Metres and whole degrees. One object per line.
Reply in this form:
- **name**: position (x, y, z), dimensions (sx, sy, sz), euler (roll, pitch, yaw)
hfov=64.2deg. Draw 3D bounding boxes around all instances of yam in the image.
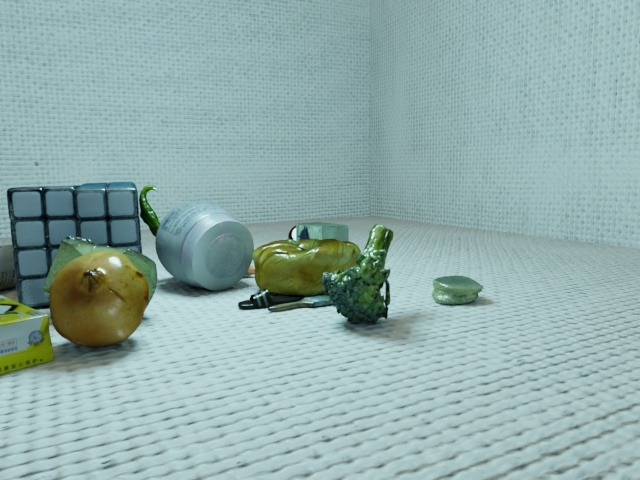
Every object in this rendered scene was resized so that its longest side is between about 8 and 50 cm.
- **yam**: position (-0.552, 0.102, 1.313), dimensions (0.271, 0.202, 0.201), euler (0, -21, 44)

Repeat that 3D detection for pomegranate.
- **pomegranate**: position (-0.475, 0.123, 1.094), dimensions (0.209, 0.209, 0.209), euler (-1, 7, 0)

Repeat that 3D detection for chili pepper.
- **chili pepper**: position (-0.525, -0.020, 1.730), dimensions (0.085, 0.359, 0.076), euler (-15, 36, 1)

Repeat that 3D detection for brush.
- **brush**: position (-0.054, 0.175, 1.394), dimensions (0.196, 0.021, 0.070), euler (-8, 11, -29)

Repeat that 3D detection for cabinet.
- **cabinet**: position (0.000, 0.000, 2.229), dimensions (0.150, 0.145, 0.206), euler (-6, 9, -37)

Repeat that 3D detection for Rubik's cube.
- **Rubik's cube**: position (-0.730, -0.004, 1.573), dimensions (0.337, 0.344, 0.344), euler (-4, 8, -21)

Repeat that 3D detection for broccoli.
- **broccoli**: position (0.110, 0.056, 1.238), dimensions (0.177, 0.275, 0.198), euler (15, -20, 16)

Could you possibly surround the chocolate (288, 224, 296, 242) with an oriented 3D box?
- **chocolate**: position (-0.091, -0.016, 2.491), dimensions (0.127, 0.124, 0.133), euler (-4, -23, 6)

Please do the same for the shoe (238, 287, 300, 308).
- **shoe**: position (-0.142, 0.155, 1.422), dimensions (0.179, 0.049, 0.071), euler (-3, 7, -18)

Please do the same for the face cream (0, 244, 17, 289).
- **face cream**: position (-1.035, 0.085, 1.678), dimensions (0.145, 0.145, 0.369), euler (2, 9, 19)

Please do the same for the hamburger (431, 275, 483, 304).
- **hamburger**: position (0.383, 0.140, 1.445), dimensions (0.140, 0.062, 0.133), euler (-1, 11, -15)

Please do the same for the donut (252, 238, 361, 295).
- **donut**: position (-0.038, 0.073, 1.595), dimensions (0.360, 0.170, 0.360), euler (-2, 6, 0)

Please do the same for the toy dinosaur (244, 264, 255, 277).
- **toy dinosaur**: position (-0.310, 0.102, 1.815), dimensions (0.279, 0.055, 0.101), euler (2, 30, 2)

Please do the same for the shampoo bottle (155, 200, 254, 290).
- **shampoo bottle**: position (-0.375, 0.017, 1.651), dimensions (0.273, 0.273, 0.266), euler (-8, 23, -44)

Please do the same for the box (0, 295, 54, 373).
- **box**: position (-0.677, 0.189, 1.028), dimensions (0.265, 0.097, 0.168), euler (6, 10, 42)
